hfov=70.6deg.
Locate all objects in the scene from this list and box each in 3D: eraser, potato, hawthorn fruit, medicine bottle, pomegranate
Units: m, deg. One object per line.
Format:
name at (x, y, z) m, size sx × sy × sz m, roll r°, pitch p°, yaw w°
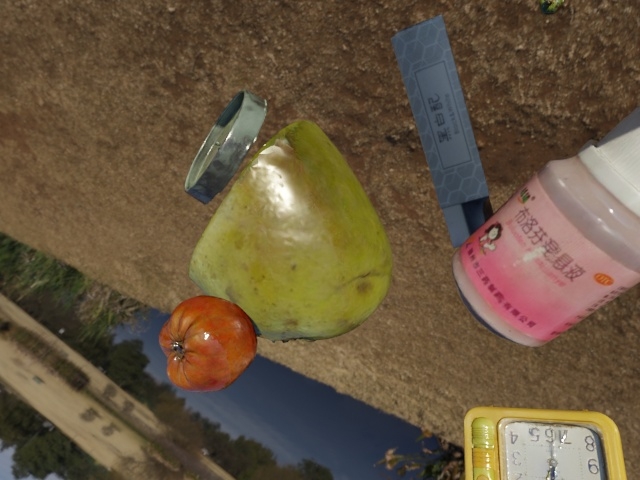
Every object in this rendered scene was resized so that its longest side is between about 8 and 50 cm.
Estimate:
eraser at (0.236, -0.192, 0.842) m, size 0.097 × 0.098 × 0.403 m, roll -15°, pitch 106°, yaw 19°
potato at (0.000, 0.000, 0.699) m, size 0.280 × 0.330 × 0.212 m, roll 41°, pitch 153°, yaw 4°
hawthorn fruit at (-0.139, 0.126, 0.585) m, size 0.125 × 0.140 × 0.125 m, roll 39°, pitch 147°, yaw 32°
medicine bottle at (0.257, -0.009, 0.453) m, size 0.147 × 0.147 × 0.247 m, roll 38°, pitch 126°, yaw 2°
pomegranate at (0.721, -0.741, 1.405) m, size 0.073 × 0.073 × 0.084 m, roll 38°, pitch -169°, yaw 1°

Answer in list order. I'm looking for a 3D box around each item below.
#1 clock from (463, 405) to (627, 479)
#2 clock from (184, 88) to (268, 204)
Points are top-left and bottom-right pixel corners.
clock at (0.316, 0.318, 0.647) m, size 0.202 × 0.143 × 0.096 m, roll -9°, pitch 146°, yaw 29°
clock at (-0.220, -0.214, 1.028) m, size 0.055 × 0.280 × 0.281 m, roll 30°, pitch 153°, yaw -25°
